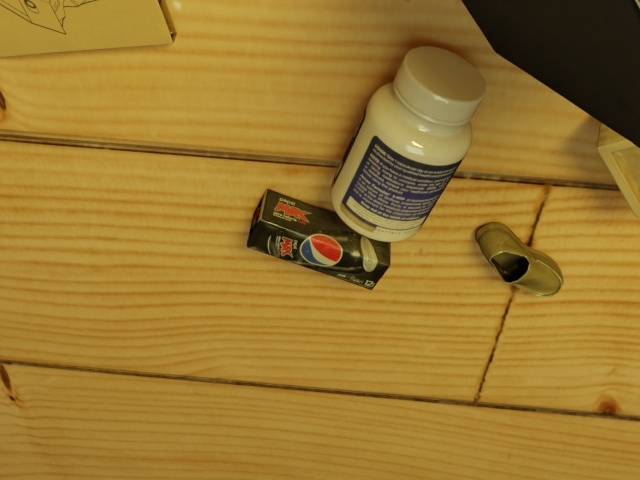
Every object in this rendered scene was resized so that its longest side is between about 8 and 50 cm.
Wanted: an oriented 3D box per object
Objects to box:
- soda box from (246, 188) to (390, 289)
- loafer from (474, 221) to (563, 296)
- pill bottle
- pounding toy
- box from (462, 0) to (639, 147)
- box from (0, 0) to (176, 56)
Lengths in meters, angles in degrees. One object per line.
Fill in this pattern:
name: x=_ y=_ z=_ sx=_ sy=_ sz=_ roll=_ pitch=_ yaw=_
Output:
soda box: x=0.000 y=0.000 z=0.924 sx=0.169 sy=0.060 sz=0.053 roll=19 pitch=134 yaw=-13
loafer: x=0.245 y=0.035 z=0.939 sx=0.148 sy=0.050 sz=0.056 roll=32 pitch=131 yaw=-24
pill bottle: x=0.089 y=-0.097 z=0.775 sx=0.112 sy=0.112 sz=0.186 roll=16 pitch=136 yaw=-10
pounding toy: x=0.355 y=-0.115 z=0.751 sx=0.130 sy=0.100 sz=0.141 roll=-13 pitch=133 yaw=39
box: x=0.233 y=-0.221 z=0.427 sx=0.294 sy=0.296 sz=0.183 roll=-41 pitch=122 yaw=9
box: x=-0.253 y=-0.245 z=0.712 sx=0.201 sy=0.021 sz=0.164 roll=-2 pitch=143 yaw=8
